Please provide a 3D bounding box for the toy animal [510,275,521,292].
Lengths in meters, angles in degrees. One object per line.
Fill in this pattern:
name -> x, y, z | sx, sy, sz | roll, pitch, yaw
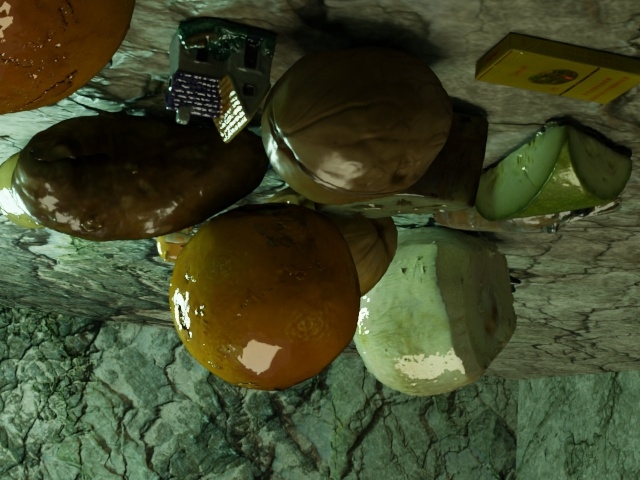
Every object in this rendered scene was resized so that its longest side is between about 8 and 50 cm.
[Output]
toy animal -> 0.284, 0.105, 2.082 | 0.210, 0.117, 0.121 | 5, 161, 6

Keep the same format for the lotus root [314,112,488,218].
lotus root -> 0.079, -0.095, 1.281 | 0.235, 0.119, 0.138 | -2, 171, 31

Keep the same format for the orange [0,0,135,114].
orange -> -0.226, -0.197, 0.689 | 0.240, 0.240, 0.240 | 4, 167, 1

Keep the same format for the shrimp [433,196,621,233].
shrimp -> 0.305, -0.045, 1.548 | 0.317, 0.077, 0.168 | -2, 176, 44

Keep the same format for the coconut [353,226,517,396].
coconut -> 0.176, 0.120, 1.817 | 0.254, 0.297, 0.297 | -7, 163, 32

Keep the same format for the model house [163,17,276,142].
model house -> -0.106, -0.163, 1.094 | 0.101, 0.100, 0.088 | 10, 166, -20

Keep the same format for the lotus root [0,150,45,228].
lotus root -> -0.398, -0.078, 1.538 | 0.125, 0.118, 0.221 | -7, 180, -39

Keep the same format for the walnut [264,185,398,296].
walnut -> 0.000, 0.000, 1.557 | 0.222, 0.195, 0.195 | 2, 168, 36

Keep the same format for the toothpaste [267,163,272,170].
toothpaste -> -0.078, -0.113, 1.445 | 0.057, 0.034, 0.197 | 5, 165, -27

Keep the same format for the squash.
squash -> 0.249, -0.073, 1.370 | 0.252, 0.093, 0.169 | -8, 164, 42

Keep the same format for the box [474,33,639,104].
box -> 0.246, -0.175, 1.096 | 0.155, 0.023, 0.087 | 8, 169, -15

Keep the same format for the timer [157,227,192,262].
timer -> -0.204, -0.039, 1.543 | 0.132, 0.152, 0.132 | 4, 167, 1

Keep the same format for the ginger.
ginger -> -0.228, -0.083, 1.352 | 0.321, 0.165, 0.172 | -9, 165, -19

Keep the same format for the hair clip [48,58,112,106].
hair clip -> -0.268, -0.204, 1.056 | 0.146, 0.075, 0.257 | 7, 161, -18

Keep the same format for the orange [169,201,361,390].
orange -> -0.070, 0.072, 1.356 | 0.246, 0.246, 0.246 | 4, 167, 1

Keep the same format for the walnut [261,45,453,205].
walnut -> 0.038, -0.118, 1.089 | 0.207, 0.167, 0.167 | -12, -179, -40
